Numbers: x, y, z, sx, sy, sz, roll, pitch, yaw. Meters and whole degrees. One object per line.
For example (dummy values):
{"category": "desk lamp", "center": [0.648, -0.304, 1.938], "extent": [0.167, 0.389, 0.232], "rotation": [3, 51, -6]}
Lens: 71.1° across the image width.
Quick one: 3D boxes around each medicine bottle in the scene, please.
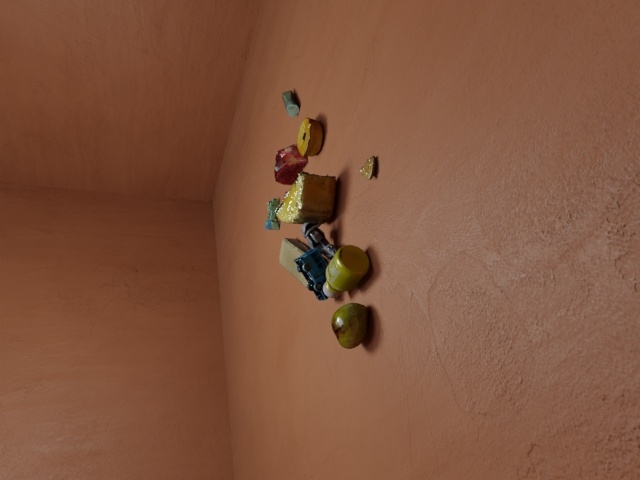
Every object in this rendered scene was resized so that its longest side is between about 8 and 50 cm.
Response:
{"category": "medicine bottle", "center": [0.075, 0.120, 1.544], "extent": [0.212, 0.122, 0.121], "rotation": [121, 145, -47]}

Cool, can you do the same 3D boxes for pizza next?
{"category": "pizza", "center": [0.163, -0.242, 1.512], "extent": [0.078, 0.025, 0.083], "rotation": [5, 84, 63]}

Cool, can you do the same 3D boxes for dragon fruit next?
{"category": "dragon fruit", "center": [-0.171, -0.389, 2.199], "extent": [0.274, 0.126, 0.161], "rotation": [139, 130, -59]}

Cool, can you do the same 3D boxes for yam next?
{"category": "yam", "center": [-0.154, -0.705, 2.288], "extent": [0.068, 0.068, 0.169], "rotation": [115, 148, -41]}

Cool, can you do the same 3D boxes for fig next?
{"category": "fig", "center": [0.094, 0.279, 1.474], "extent": [0.136, 0.121, 0.152], "rotation": [55, 136, 49]}

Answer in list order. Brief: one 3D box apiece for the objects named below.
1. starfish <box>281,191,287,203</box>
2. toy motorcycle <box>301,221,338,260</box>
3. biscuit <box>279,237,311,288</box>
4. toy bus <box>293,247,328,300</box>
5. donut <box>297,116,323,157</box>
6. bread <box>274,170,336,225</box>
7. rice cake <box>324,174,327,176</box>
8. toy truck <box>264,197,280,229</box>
{"category": "starfish", "center": [-0.183, -0.208, 2.330], "extent": [0.091, 0.028, 0.078], "rotation": [136, 139, -62]}
{"category": "toy motorcycle", "center": [0.000, 0.000, 1.713], "extent": [0.215, 0.080, 0.122], "rotation": [41, 162, 28]}
{"category": "biscuit", "center": [-0.087, 0.092, 1.989], "extent": [0.426, 0.079, 0.143], "rotation": [-148, 65, -64]}
{"category": "toy bus", "center": [-0.010, 0.128, 1.694], "extent": [0.184, 0.106, 0.090], "rotation": [59, 156, -7]}
{"category": "donut", "center": [-0.044, -0.452, 1.981], "extent": [0.190, 0.075, 0.174], "rotation": [-135, 51, -66]}
{"category": "bread", "center": [-0.037, -0.141, 1.771], "extent": [0.262, 0.204, 0.162], "rotation": [-55, 48, 43]}
{"category": "rice cake", "center": [-0.022, -0.179, 1.896], "extent": [0.069, 0.063, 0.206], "rotation": [-114, 35, -44]}
{"category": "toy truck", "center": [-0.253, -0.143, 2.447], "extent": [0.081, 0.067, 0.175], "rotation": [13, 95, 61]}
